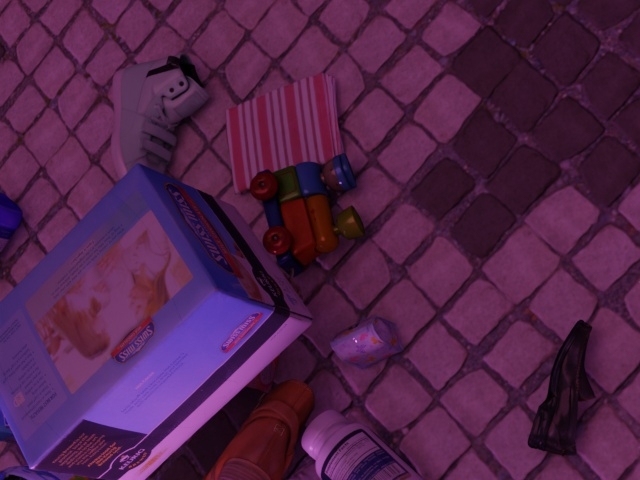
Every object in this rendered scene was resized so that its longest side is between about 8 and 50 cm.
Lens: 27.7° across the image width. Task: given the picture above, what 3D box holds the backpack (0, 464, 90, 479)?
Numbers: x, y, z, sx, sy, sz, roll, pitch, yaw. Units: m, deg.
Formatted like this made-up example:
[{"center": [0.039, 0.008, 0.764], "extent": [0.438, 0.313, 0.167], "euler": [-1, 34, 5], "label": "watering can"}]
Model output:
[{"center": [-0.422, 0.500, 1.865], "extent": [0.290, 0.273, 0.355], "euler": [-6, 94, 33], "label": "backpack"}]

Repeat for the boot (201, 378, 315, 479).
[{"center": [-0.109, 0.310, 1.779], "extent": [0.109, 0.283, 0.220], "euler": [31, 61, 1], "label": "boot"}]

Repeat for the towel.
[{"center": [-0.056, -0.158, 1.949], "extent": [0.197, 0.029, 0.144], "euler": [-17, 69, 29], "label": "towel"}]

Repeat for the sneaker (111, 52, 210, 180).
[{"center": [-0.245, -0.178, 2.033], "extent": [0.151, 0.094, 0.255], "euler": [-18, 68, 24], "label": "sneaker"}]

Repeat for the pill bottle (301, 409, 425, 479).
[{"center": [0.053, 0.299, 1.698], "extent": [0.169, 0.094, 0.094], "euler": [40, 98, 35], "label": "pill bottle"}]

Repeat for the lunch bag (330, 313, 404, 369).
[{"center": [0.061, 0.134, 1.749], "extent": [0.071, 0.083, 0.053], "euler": [-29, 62, 23], "label": "lunch bag"}]

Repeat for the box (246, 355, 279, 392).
[{"center": [-0.209, 0.114, 1.891], "extent": [0.300, 0.142, 0.154], "euler": [9, 80, 34], "label": "box"}]

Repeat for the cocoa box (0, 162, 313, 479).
[{"center": [-0.237, 0.116, 1.680], "extent": [0.347, 0.228, 0.231], "euler": [-44, 59, 14], "label": "cocoa box"}]

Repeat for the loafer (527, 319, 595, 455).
[{"center": [0.310, 0.183, 1.600], "extent": [0.061, 0.062, 0.170], "euler": [18, 89, 13], "label": "loafer"}]

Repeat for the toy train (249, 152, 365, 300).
[{"center": [0.000, 0.000, 1.828], "extent": [0.143, 0.105, 0.248], "euler": [-20, 65, 12], "label": "toy train"}]

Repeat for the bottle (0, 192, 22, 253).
[{"center": [-0.620, 0.041, 2.190], "extent": [0.092, 0.118, 0.283], "euler": [38, 98, 34], "label": "bottle"}]

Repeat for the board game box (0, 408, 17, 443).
[{"center": [-0.449, 0.228, 1.967], "extent": [0.047, 0.210, 0.160], "euler": [-19, 67, 27], "label": "board game box"}]
